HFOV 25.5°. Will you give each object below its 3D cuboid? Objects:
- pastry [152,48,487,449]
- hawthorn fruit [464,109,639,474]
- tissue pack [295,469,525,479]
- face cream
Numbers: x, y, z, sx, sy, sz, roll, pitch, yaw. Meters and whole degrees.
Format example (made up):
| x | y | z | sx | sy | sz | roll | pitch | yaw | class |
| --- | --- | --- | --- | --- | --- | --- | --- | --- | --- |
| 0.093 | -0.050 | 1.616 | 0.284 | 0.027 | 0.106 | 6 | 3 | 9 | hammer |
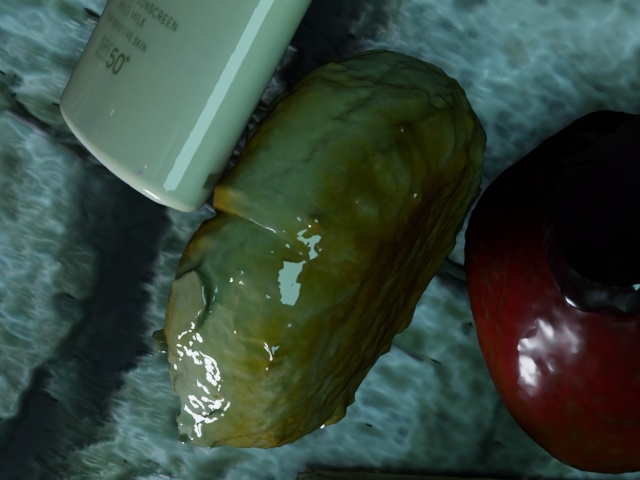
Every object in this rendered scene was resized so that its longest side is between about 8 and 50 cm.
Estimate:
| x | y | z | sx | sy | sz | roll | pitch | yaw | class |
| --- | --- | --- | --- | --- | --- | --- | --- | --- | --- |
| -0.001 | -0.001 | 0.836 | 0.120 | 0.257 | 0.236 | 31 | 117 | 17 | pastry |
| 0.196 | 0.043 | 0.877 | 0.215 | 0.215 | 0.250 | -11 | 116 | -1 | hawthorn fruit |
| 0.105 | 0.370 | 0.944 | 0.293 | 0.228 | 0.382 | 5 | 104 | -8 | tissue pack |
| -0.035 | -0.198 | 0.811 | 0.081 | 0.173 | 0.349 | 20 | 105 | -34 | face cream |
